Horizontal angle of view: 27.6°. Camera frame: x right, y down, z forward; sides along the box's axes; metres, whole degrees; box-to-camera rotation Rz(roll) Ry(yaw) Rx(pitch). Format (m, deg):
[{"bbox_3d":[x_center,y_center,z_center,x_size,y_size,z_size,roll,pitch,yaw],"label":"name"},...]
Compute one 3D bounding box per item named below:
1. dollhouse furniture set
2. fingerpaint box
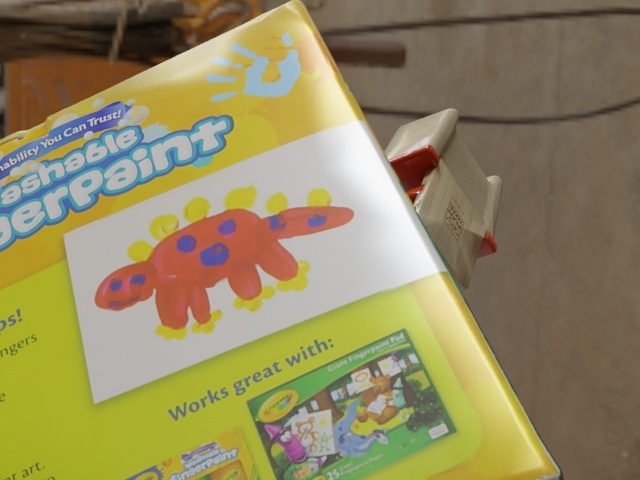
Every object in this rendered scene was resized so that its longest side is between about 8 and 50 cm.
[{"bbox_3d":[0.000,0.000,1.002,0.262,0.259,0.135,54,-142,-24],"label":"dollhouse furniture set"},{"bbox_3d":[-0.132,0.113,0.748,0.163,0.444,0.371,65,179,-51],"label":"fingerpaint box"}]
